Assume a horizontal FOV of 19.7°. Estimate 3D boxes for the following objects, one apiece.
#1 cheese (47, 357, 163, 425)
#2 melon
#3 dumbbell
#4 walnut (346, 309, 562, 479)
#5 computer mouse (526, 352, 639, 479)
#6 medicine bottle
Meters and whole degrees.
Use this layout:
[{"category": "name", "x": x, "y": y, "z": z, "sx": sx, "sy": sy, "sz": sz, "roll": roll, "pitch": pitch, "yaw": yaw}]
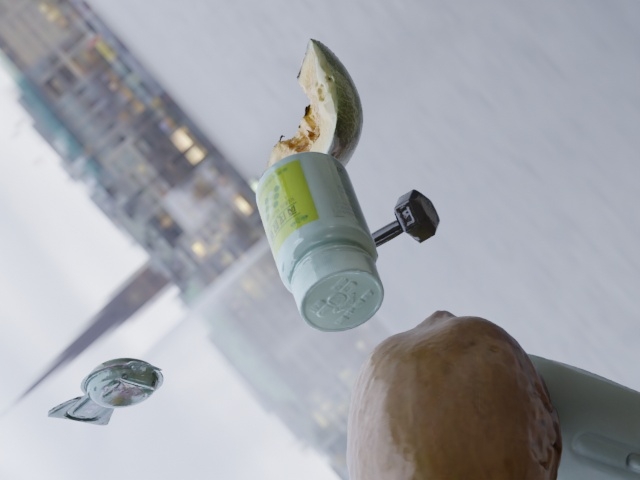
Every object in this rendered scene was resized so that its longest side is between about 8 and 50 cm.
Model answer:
[{"category": "cheese", "x": -0.174, "y": 0.126, "z": 1.537, "sx": 0.067, "sy": 0.120, "sz": 0.026, "roll": 16, "pitch": -126, "yaw": -33}, {"category": "melon", "x": 0.007, "y": -0.106, "z": 1.830, "sx": 0.079, "sy": 0.160, "sz": 0.128, "roll": 12, "pitch": -160, "yaw": -28}, {"category": "dumbbell", "x": 0.049, "y": -0.005, "z": 1.398, "sx": 0.036, "sy": 0.083, "sz": 0.040, "roll": 53, "pitch": -153, "yaw": -14}, {"category": "walnut", "x": 0.123, "y": 0.182, "z": 1.680, "sx": 0.203, "sy": 0.203, "sz": 0.298, "roll": 49, "pitch": -146, "yaw": -44}, {"category": "computer mouse", "x": 0.251, "y": 0.191, "z": 1.797, "sx": 0.231, "sy": 0.128, "sz": 0.079, "roll": 20, "pitch": -170, "yaw": 6}, {"category": "medicine bottle", "x": 0.000, "y": 0.000, "z": 0.862, "sx": 0.047, "sy": 0.047, "sz": 0.083, "roll": 49, "pitch": -164, "yaw": -42}]
